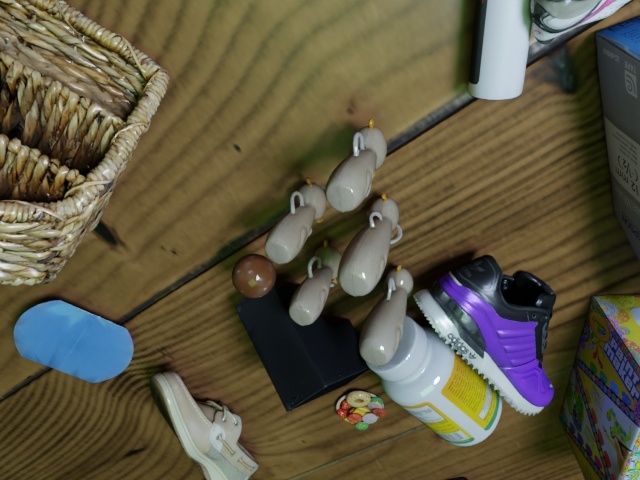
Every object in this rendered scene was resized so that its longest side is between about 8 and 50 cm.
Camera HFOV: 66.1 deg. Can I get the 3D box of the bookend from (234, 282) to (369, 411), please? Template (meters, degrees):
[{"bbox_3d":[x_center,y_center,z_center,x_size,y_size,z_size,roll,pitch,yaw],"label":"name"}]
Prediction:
[{"bbox_3d":[-0.015,0.135,0.692,0.072,0.156,0.157,-40,70,24],"label":"bookend"}]

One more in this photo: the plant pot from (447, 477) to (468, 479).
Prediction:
[{"bbox_3d":[0.245,0.563,0.920,0.188,0.167,0.188,-19,121,15],"label":"plant pot"}]

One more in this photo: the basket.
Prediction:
[{"bbox_3d":[-0.338,-0.124,0.460,0.299,0.214,0.223,31,120,-18],"label":"basket"}]

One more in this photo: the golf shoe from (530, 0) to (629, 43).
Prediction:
[{"bbox_3d":[0.267,-0.249,0.441,0.186,0.068,0.086,-29,157,-3],"label":"golf shoe"}]

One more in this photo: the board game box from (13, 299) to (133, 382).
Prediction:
[{"bbox_3d":[-0.368,0.146,0.750,0.168,0.033,0.133,30,114,-23],"label":"board game box"}]

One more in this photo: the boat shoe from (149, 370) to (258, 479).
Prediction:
[{"bbox_3d":[-0.186,0.314,0.822,0.098,0.109,0.303,-33,124,-24],"label":"boat shoe"}]

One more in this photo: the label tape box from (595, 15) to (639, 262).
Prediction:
[{"bbox_3d":[0.454,-0.089,0.518,0.249,0.115,0.348,-18,124,14],"label":"label tape box"}]

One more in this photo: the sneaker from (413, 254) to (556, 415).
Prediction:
[{"bbox_3d":[0.269,0.126,0.672,0.146,0.102,0.293,-43,118,11],"label":"sneaker"}]

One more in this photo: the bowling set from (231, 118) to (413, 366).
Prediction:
[{"bbox_3d":[0.000,0.000,0.595,0.199,0.154,0.287,5,127,21],"label":"bowling set"}]

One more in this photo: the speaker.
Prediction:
[{"bbox_3d":[0.178,-0.211,0.478,0.055,0.055,0.136,-2,124,4],"label":"speaker"}]

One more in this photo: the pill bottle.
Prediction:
[{"bbox_3d":[0.159,0.197,0.703,0.117,0.118,0.208,-36,120,23],"label":"pill bottle"}]

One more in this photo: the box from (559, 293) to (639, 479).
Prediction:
[{"bbox_3d":[0.534,0.230,0.684,0.289,0.177,0.279,-3,123,5],"label":"box"}]

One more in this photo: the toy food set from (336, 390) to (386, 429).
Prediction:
[{"bbox_3d":[0.068,0.284,0.829,0.082,0.020,0.083,30,119,-17],"label":"toy food set"}]
